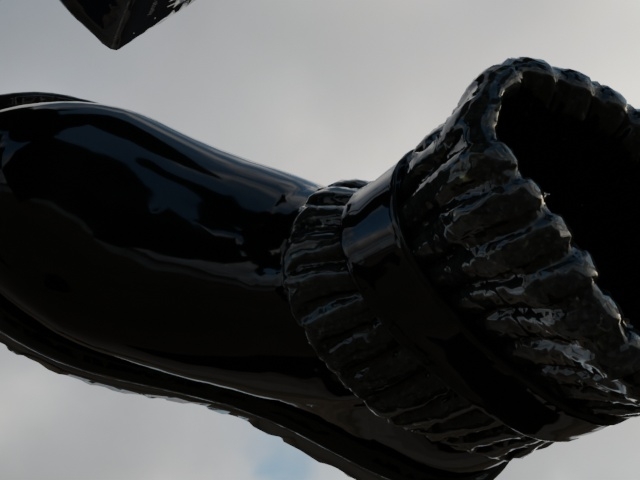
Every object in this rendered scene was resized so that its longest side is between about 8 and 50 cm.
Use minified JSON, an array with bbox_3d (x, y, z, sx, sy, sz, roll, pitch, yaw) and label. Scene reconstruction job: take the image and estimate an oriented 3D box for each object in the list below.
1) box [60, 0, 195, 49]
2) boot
[{"bbox_3d":[-0.019,-0.190,0.706,0.207,0.108,0.153,-36,-9,-29],"label":"box"},{"bbox_3d":[0.002,-0.003,0.850,0.348,0.131,0.260,23,-25,-15],"label":"boot"}]
